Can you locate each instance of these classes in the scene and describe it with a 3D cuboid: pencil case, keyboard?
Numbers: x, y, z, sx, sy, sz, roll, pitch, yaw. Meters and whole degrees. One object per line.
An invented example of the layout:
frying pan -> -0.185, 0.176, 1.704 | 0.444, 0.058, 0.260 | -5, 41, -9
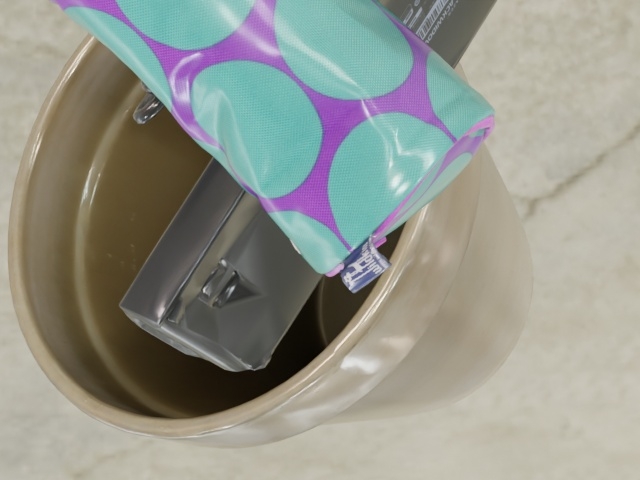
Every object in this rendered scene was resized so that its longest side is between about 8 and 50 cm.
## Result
pencil case -> -0.029, -0.056, 0.360 | 0.152, 0.064, 0.070 | 43, 118, -1
keyboard -> 0.019, -0.100, 0.513 | 0.033, 0.317, 0.201 | 29, 173, 22

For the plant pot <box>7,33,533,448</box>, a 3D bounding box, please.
plant pot -> 0.000, 0.000, 0.914 | 0.323, 0.323, 0.280 | -25, 150, 24
